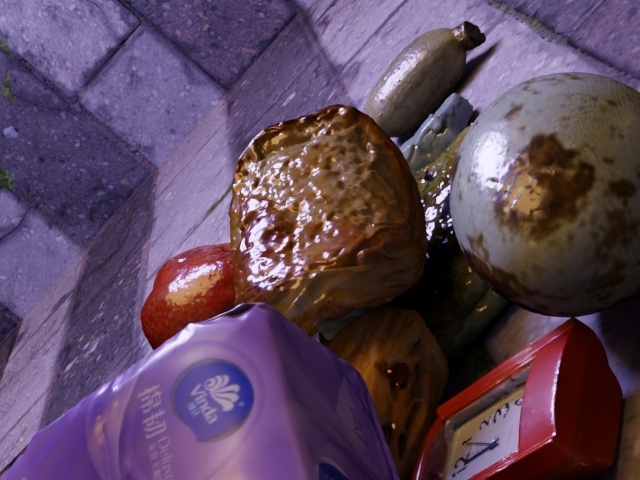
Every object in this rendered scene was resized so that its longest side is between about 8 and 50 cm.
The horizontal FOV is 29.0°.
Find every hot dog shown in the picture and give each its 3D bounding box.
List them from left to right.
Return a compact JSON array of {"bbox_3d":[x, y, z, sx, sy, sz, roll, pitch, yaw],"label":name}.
[{"bbox_3d":[0.001,0.001,1.040,0.175,0.114,0.259,-18,36,10],"label":"hot dog"}]

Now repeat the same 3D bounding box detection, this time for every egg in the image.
[{"bbox_3d":[0.173,-0.029,0.866,0.169,0.169,0.231,-42,4,23],"label":"egg"}]

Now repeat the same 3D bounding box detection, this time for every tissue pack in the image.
[{"bbox_3d":[-0.060,0.232,0.734,0.242,0.160,0.338,-37,39,14],"label":"tissue pack"}]

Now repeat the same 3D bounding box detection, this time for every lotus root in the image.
[{"bbox_3d":[0.126,-0.206,1.547,0.183,0.077,0.090,-46,17,17],"label":"lotus root"}]

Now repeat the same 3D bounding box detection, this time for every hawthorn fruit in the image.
[{"bbox_3d":[-0.110,0.083,1.417,0.179,0.173,0.173,-20,21,5],"label":"hawthorn fruit"}]

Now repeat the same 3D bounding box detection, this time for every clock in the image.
[{"bbox_3d":[0.128,0.137,0.832,0.155,0.061,0.113,-39,19,41],"label":"clock"}]

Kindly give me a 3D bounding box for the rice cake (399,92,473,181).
[{"bbox_3d":[0.114,-0.104,1.353,0.124,0.038,0.211,-44,2,23],"label":"rice cake"}]

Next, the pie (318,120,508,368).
[{"bbox_3d":[0.104,0.013,1.143,0.323,0.070,0.323,-47,18,20],"label":"pie"}]

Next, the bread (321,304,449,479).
[{"bbox_3d":[0.007,0.179,0.991,0.235,0.099,0.210,-45,14,35],"label":"bread"}]

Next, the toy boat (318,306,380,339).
[{"bbox_3d":[-0.025,0.064,1.195,0.293,0.055,0.093,-22,38,61],"label":"toy boat"}]
